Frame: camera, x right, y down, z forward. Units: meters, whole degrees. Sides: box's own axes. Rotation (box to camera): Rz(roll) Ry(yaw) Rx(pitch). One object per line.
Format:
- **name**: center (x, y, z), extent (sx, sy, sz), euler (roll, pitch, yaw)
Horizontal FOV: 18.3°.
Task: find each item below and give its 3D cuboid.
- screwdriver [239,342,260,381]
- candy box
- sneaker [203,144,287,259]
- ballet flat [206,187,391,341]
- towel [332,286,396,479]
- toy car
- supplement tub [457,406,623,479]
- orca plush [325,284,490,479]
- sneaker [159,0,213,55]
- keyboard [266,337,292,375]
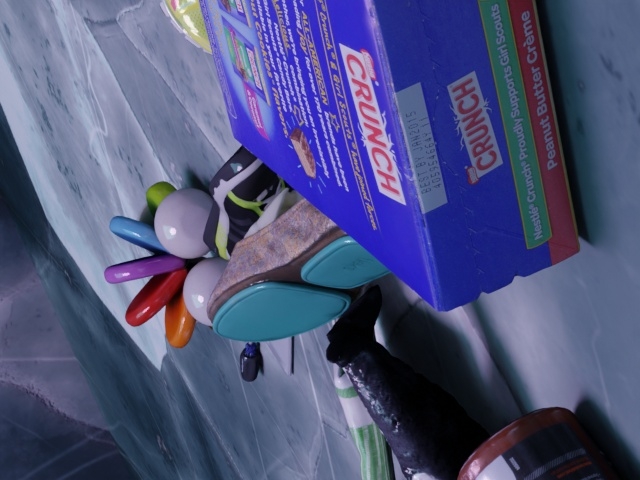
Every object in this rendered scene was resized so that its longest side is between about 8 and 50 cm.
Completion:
- **screwdriver**: center (-0.078, 0.110, 2.230), extent (0.170, 0.024, 0.025), euler (95, 175, -57)
- **candy box**: center (0.026, -0.141, 1.334), extent (0.317, 0.122, 0.268), euler (44, 153, 53)
- **sneaker**: center (-0.045, -0.031, 1.855), extent (0.097, 0.084, 0.234), euler (36, 159, 8)
- **ballet flat**: center (0.000, 0.000, 1.621), extent (0.316, 0.108, 0.106), euler (-30, 50, 57)
- **towel**: center (0.047, 0.219, 1.719), extent (0.248, 0.038, 0.324), euler (-93, -5, -71)
- **toy car**: center (-0.167, 0.030, 2.169), extent (0.182, 0.136, 0.159), euler (68, 164, -6)
- **supplement tub**: center (0.188, 0.222, 1.408), extent (0.198, 0.106, 0.106), euler (55, 162, 27)
- **orca plush**: center (0.121, 0.154, 1.571), extent (0.287, 0.102, 0.151), euler (59, -165, -10)
- **sneaker**: center (-0.099, -0.246, 1.643), extent (0.208, 0.081, 0.094), euler (67, 162, -10)
- **keyboard**: center (-0.049, 0.057, 2.077), extent (0.072, 0.014, 0.256), euler (51, 160, 25)
